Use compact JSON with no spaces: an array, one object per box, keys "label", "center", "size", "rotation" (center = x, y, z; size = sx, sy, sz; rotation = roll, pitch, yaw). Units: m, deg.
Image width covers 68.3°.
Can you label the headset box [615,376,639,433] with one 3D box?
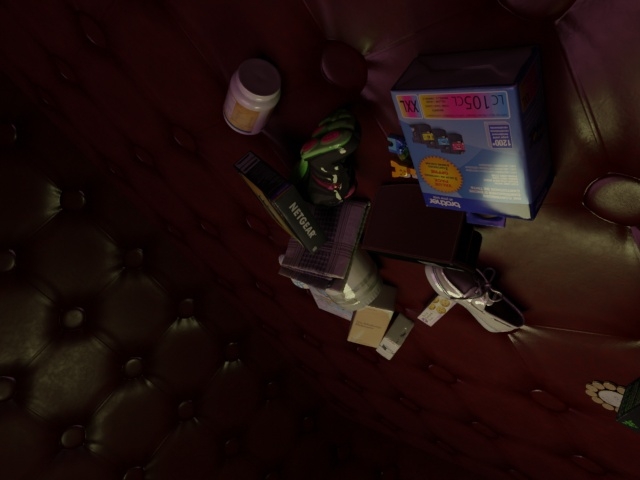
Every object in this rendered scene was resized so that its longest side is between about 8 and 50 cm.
[{"label":"headset box","center":[1.015,0.484,1.314],"size":[0.246,0.131,0.283],"rotation":[27,152,21]}]

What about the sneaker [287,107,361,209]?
[{"label":"sneaker","center":[0.040,-0.220,1.379],"size":[0.202,0.185,0.483],"rotation":[34,164,-4]}]

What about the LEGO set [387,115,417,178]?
[{"label":"LEGO set","center":[0.236,-0.218,1.213],"size":[0.093,0.087,0.227],"rotation":[22,150,29]}]

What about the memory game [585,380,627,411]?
[{"label":"memory game","center":[0.974,0.521,1.554],"size":[0.186,0.012,0.186],"rotation":[29,152,17]}]

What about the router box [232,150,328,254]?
[{"label":"router box","center":[-0.122,-0.116,1.510],"size":[0.243,0.081,0.309],"rotation":[41,170,38]}]

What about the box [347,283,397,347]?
[{"label":"box","center":[0.209,0.307,1.945],"size":[0.148,0.121,0.311],"rotation":[13,141,4]}]

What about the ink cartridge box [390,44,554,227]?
[{"label":"ink cartridge box","center":[0.348,-0.201,1.040],"size":[0.270,0.151,0.395],"rotation":[13,146,40]}]

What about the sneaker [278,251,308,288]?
[{"label":"sneaker","center":[-0.104,0.145,2.209],"size":[0.086,0.085,0.237],"rotation":[-5,135,44]}]

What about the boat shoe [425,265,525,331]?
[{"label":"boat shoe","center":[0.491,0.161,1.443],"size":[0.367,0.136,0.156],"rotation":[41,154,-13]}]

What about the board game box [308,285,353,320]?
[{"label":"board game box","center":[0.087,0.246,2.146],"size":[0.318,0.066,0.318],"rotation":[18,147,33]}]

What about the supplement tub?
[{"label":"supplement tub","center":[-0.198,-0.415,1.370],"size":[0.144,0.144,0.199],"rotation":[40,153,-5]}]

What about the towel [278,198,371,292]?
[{"label":"towel","center":[0.000,0.000,1.611],"size":[0.312,0.324,0.056],"rotation":[12,173,42]}]

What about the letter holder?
[{"label":"letter holder","center":[0.301,-0.043,1.372],"size":[0.302,0.214,0.152],"rotation":[10,174,42]}]

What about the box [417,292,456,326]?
[{"label":"box","center":[0.434,0.219,1.684],"size":[0.067,0.063,0.324],"rotation":[34,153,10]}]

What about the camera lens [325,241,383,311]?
[{"label":"camera lens","center":[0.081,0.099,1.754],"size":[0.219,0.219,0.274],"rotation":[0,135,51]}]

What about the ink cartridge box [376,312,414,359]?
[{"label":"ink cartridge box","center":[0.324,0.418,2.047],"size":[0.082,0.139,0.191],"rotation":[33,152,15]}]
